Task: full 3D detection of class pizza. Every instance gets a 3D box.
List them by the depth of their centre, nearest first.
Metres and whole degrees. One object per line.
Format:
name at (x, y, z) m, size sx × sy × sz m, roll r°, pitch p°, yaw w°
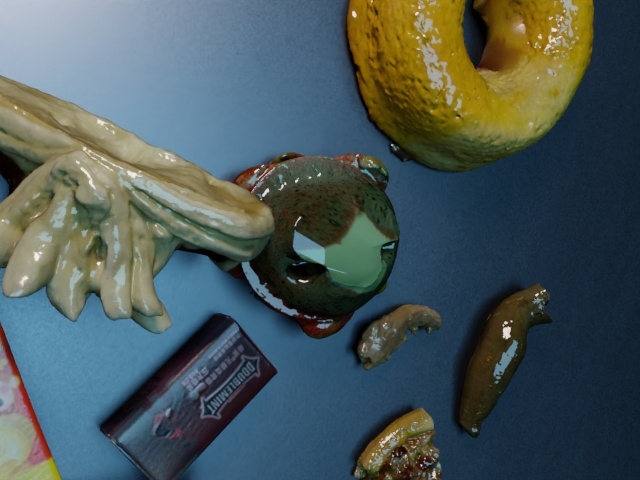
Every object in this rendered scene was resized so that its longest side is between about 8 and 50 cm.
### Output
pizza at (0.149, 0.381, 1.170) m, size 0.154 × 0.069 × 0.194 m, roll -35°, pitch 105°, yaw -25°

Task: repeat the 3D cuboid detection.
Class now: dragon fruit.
dragon fruit at (0.000, 0.000, 1.055) m, size 0.295 × 0.130 × 0.269 m, roll 25°, pitch 74°, yaw -27°

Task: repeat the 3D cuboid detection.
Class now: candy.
candy at (-0.387, 0.161, 0.831) m, size 0.088 × 0.146 × 0.276 m, roll -21°, pitch 99°, yaw -27°

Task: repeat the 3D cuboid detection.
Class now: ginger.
ginger at (0.126, 0.142, 1.166) m, size 0.173 × 0.051 × 0.070 m, roll -22°, pitch 105°, yaw -25°

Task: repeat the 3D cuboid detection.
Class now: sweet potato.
sweet potato at (0.312, 0.200, 1.249) m, size 0.112 × 0.085 × 0.286 m, roll 33°, pitch 76°, yaw -30°

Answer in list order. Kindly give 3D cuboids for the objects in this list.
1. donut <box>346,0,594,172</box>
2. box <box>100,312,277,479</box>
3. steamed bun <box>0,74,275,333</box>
donut at (0.267, -0.304, 1.172) m, size 0.434 × 0.163 × 0.378 m, roll -11°, pitch 96°, yaw -28°
box at (-0.173, 0.215, 0.992) m, size 0.224 × 0.069 × 0.120 m, roll -44°, pitch 110°, yaw -23°
steamed bun at (-0.262, -0.029, 0.832) m, size 0.427 × 0.247 × 0.189 m, roll 25°, pitch 98°, yaw -15°
